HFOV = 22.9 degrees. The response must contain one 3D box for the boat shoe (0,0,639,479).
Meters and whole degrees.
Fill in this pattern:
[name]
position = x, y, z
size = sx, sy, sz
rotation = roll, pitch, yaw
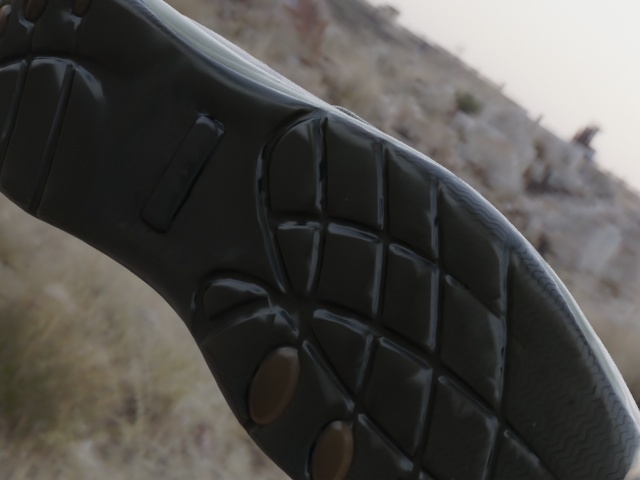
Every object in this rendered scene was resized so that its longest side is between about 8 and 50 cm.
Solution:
[boat shoe]
position = 0.000, 0.000, 0.621
size = 0.324, 0.122, 0.120
rotation = 42, 14, 24
